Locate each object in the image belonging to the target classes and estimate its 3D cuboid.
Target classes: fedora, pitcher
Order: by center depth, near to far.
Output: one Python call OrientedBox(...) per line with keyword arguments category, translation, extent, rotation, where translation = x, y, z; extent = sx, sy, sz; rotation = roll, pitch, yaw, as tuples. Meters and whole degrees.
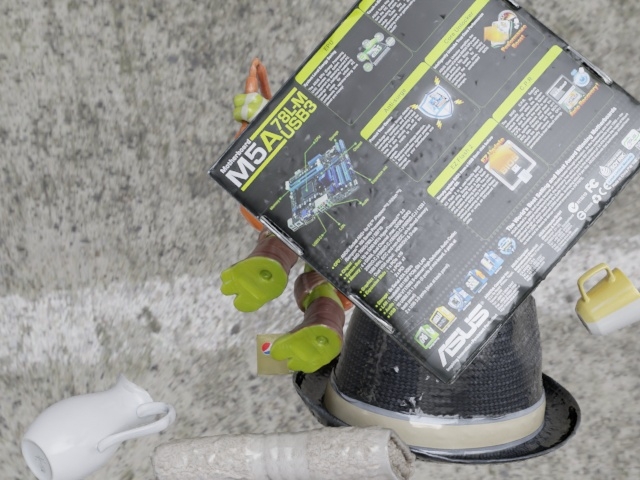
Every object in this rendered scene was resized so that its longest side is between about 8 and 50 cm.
OrientedBox(category="fedora", translation=(0.139, 0.119, 1.128), extent=(0.334, 0.334, 0.152), rotation=(4, 106, -13))
OrientedBox(category="pitcher", translation=(-0.346, 0.299, 1.608), extent=(0.207, 0.178, 0.125), rotation=(-29, 113, -41))

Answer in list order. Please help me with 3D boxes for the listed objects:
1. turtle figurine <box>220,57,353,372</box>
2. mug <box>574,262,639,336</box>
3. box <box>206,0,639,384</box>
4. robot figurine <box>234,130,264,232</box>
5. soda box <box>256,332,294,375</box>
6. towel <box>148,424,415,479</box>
OrientedBox(category="turtle figurine", translation=(0.000, 0.000, 0.824), extent=(0.087, 0.269, 0.217), rotation=(-11, 35, 19))
OrientedBox(category="mug", translation=(0.309, 0.066, 1.113), extent=(0.064, 0.062, 0.078), rotation=(-33, 85, 5))
OrientedBox(category="box", translation=(0.065, -0.047, 0.583), extent=(0.184, 0.045, 0.190), rotation=(40, 90, 9))
OrientedBox(category="robot figurine", translation=(-0.021, -0.079, 1.274), extent=(0.158, 0.219, 0.128), rotation=(15, 54, -39))
OrientedBox(category="soda box", translation=(-0.045, 0.162, 1.471), extent=(0.061, 0.181, 0.058), rotation=(-3, 85, 7))
OrientedBox(category="towel", translation=(-0.015, 0.200, 0.867), extent=(0.187, 0.282, 0.049), rotation=(-6, 71, 9))
